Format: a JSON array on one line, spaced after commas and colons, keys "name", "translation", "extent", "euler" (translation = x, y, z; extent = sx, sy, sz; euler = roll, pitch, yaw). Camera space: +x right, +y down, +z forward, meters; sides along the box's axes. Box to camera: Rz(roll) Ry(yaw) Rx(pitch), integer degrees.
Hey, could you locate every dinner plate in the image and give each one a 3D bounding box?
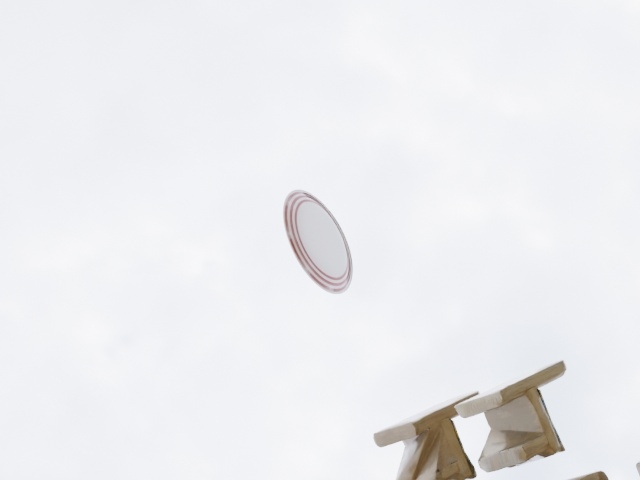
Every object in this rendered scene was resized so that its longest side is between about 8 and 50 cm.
[{"name": "dinner plate", "translation": [0.000, 0.000, 1.582], "extent": [0.017, 0.141, 0.141], "euler": [-28, -73, -29]}]

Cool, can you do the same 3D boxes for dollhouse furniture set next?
[{"name": "dollhouse furniture set", "translation": [0.324, 0.296, 1.367], "extent": [0.256, 0.394, 0.362], "euler": [-15, -100, -45]}]
